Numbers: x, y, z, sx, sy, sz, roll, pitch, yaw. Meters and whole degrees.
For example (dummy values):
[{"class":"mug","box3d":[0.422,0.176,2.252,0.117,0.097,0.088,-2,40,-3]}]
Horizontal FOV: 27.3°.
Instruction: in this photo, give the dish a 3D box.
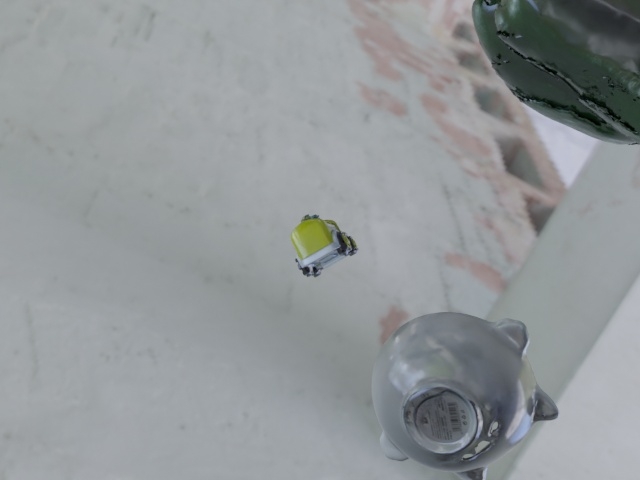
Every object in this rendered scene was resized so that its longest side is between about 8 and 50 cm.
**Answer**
[{"class":"dish","box3d":[0.161,0.199,1.550,0.228,0.236,0.086,21,-156,9]}]

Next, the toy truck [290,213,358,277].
[{"class":"toy truck","box3d":[0.000,0.000,1.763,0.077,0.076,0.111,61,-169,8]}]

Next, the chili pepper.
[{"class":"chili pepper","box3d":[0.287,-0.232,1.259,0.257,0.248,0.233,27,-179,-13]}]
